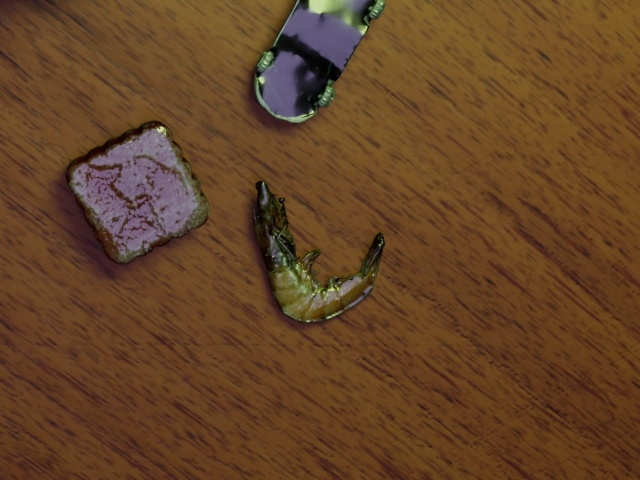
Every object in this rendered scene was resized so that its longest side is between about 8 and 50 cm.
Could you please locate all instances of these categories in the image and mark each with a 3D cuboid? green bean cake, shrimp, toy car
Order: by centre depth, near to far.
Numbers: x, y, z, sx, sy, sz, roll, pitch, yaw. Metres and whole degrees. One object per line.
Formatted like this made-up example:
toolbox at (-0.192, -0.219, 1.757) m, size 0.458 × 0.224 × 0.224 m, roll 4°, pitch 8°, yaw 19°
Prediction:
toy car at (-0.004, -0.231, 1.766) m, size 0.095 × 0.056 × 0.205 m, roll 28°, pitch 100°, yaw -14°
green bean cake at (-0.208, -0.056, 1.771) m, size 0.135 × 0.056 × 0.135 m, roll -27°, pitch 104°, yaw -3°
shrimp at (0.001, 0.001, 1.828) m, size 0.148 × 0.035 × 0.195 m, roll -18°, pitch 112°, yaw -3°
